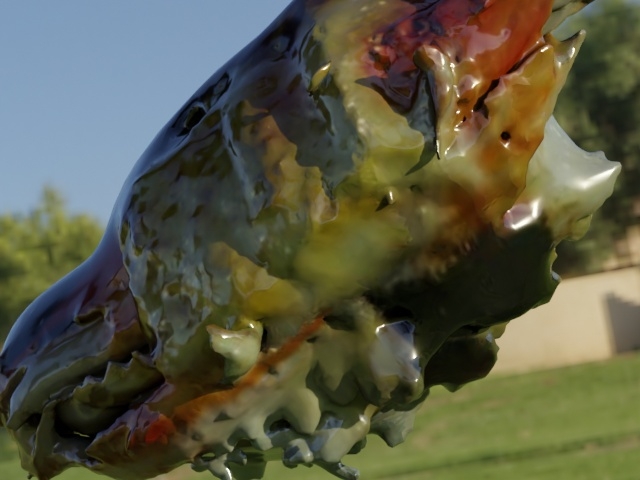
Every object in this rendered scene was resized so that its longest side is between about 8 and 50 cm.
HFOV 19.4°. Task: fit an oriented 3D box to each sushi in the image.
[{"bbox_3d":[0.003,0.002,0.502,0.103,0.097,0.226,32,-65,-27],"label":"sushi"}]
